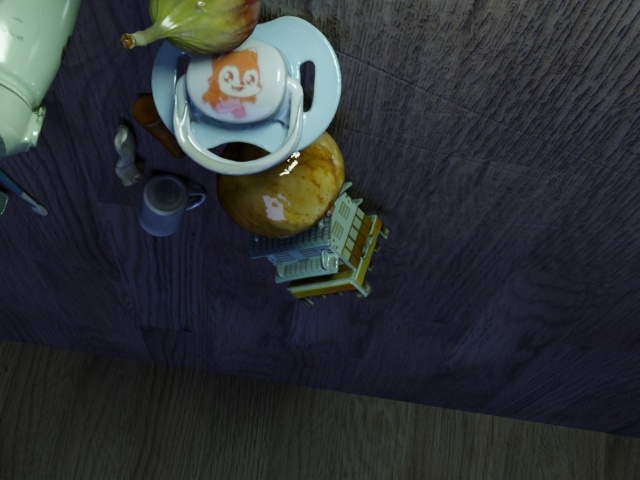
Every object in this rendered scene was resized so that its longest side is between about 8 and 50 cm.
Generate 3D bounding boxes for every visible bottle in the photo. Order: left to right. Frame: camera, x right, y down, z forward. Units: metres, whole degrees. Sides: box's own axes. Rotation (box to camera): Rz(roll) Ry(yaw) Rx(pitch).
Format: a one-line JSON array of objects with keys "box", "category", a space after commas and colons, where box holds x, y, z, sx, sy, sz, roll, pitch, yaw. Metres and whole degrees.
[{"box": [-0.473, -0.252, 1.382, 0.229, 0.352, 0.229, 7, 160, 3], "category": "bottle"}]

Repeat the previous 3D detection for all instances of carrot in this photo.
[{"box": [-0.292, -0.203, 1.836, 0.061, 0.061, 0.210, 3, 162, 13], "category": "carrot"}]

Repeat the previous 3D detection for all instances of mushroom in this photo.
[{"box": [-0.386, -0.171, 1.934, 0.054, 0.059, 0.202, 7, 157, -4], "category": "mushroom"}]

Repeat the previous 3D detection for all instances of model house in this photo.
[{"box": [0.000, 0.000, 2.026, 0.224, 0.199, 0.215, -10, 139, 40], "category": "model house"}]

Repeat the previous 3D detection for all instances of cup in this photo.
[{"box": [-0.328, -0.087, 2.098, 0.099, 0.136, 0.133, 43, 156, 5], "category": "cup"}]

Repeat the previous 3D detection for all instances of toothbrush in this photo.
[{"box": [-0.703, -0.120, 2.229, 0.025, 0.019, 0.276, 10, 160, 18], "category": "toothbrush"}]

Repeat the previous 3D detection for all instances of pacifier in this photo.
[{"box": [-0.108, -0.230, 1.529, 0.299, 0.244, 0.233, 6, -172, 10], "category": "pacifier"}]

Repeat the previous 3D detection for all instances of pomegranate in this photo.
[{"box": [-0.070, -0.113, 1.744, 0.248, 0.248, 0.248, 7, 158, 3], "category": "pomegranate"}]

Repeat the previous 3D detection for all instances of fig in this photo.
[{"box": [-0.191, -0.328, 1.327, 0.230, 0.143, 0.160, -10, -179, -42], "category": "fig"}]

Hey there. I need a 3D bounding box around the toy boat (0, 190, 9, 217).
[{"box": [-0.835, -0.121, 2.192, 0.260, 0.078, 0.085, 23, 171, -34], "category": "toy boat"}]
